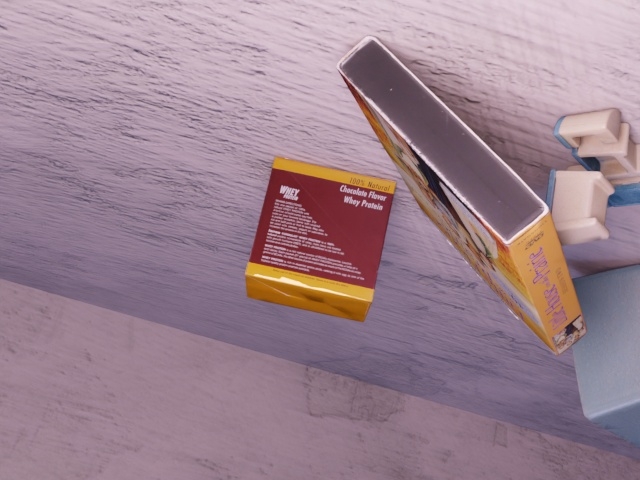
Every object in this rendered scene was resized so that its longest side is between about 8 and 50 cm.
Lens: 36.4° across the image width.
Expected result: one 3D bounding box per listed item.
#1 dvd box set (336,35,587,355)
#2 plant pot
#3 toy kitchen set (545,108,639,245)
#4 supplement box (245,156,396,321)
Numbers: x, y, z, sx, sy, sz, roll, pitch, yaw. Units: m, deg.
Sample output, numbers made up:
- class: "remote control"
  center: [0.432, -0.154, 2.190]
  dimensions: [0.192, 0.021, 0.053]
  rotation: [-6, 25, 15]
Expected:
- class: "dvd box set"
  center: [0.186, -0.037, 1.195]
  dimensions: [0.308, 0.062, 0.420]
  rotation: [51, -179, 29]
- class: "plant pot"
  center: [0.575, 0.171, 1.580]
  dimensions: [0.252, 0.248, 0.247]
  rotation: [-25, 142, 33]
- class: "toy kitchen set"
  center: [0.327, -0.046, 1.192]
  dimensions: [0.122, 0.166, 0.207]
  rotation: [-4, 155, 39]
- class: "supplement box"
  center: [0.000, 0.000, 1.491]
  dimensions: [0.191, 0.194, 0.129]
  rotation: [12, 161, 1]
